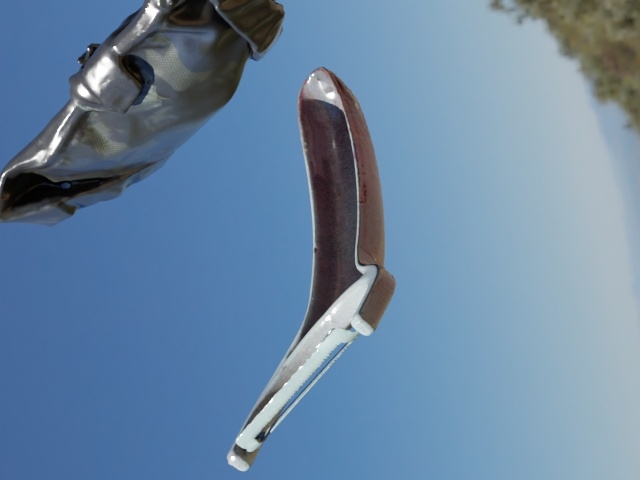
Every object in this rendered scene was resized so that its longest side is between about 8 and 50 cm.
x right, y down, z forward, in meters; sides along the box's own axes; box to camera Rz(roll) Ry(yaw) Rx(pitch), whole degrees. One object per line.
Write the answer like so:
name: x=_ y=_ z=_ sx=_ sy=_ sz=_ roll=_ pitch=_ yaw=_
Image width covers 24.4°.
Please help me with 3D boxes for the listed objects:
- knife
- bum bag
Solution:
knife: x=0.002 y=0.001 z=0.776 sx=0.053 sy=0.123 sz=0.278 roll=34 pitch=-150 yaw=-19
bum bag: x=-0.106 y=-0.106 z=0.952 sx=0.137 sy=0.310 sz=0.074 roll=-14 pitch=-112 yaw=-47
